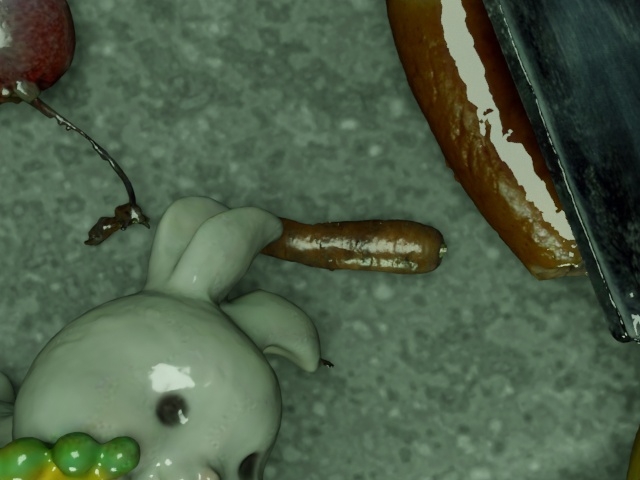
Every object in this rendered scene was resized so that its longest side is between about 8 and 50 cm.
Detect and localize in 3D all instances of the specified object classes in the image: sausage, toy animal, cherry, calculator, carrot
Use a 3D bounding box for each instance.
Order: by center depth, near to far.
[{"bbox_3d":[-0.131,0.126,1.071,0.310,0.247,0.183,-40,108,18],"label":"toy animal"},{"bbox_3d":[0.192,-0.076,1.103,0.161,0.021,0.261,-19,89,-37],"label":"calculator"},{"bbox_3d":[0.107,-0.108,1.125,0.103,0.076,0.302,-23,90,6],"label":"sausage"},{"bbox_3d":[-0.195,-0.093,1.142,0.107,0.090,0.225,-24,98,-8],"label":"cherry"},{"bbox_3d":[0.000,0.002,1.154,0.165,0.035,0.035,3,91,6],"label":"carrot"}]

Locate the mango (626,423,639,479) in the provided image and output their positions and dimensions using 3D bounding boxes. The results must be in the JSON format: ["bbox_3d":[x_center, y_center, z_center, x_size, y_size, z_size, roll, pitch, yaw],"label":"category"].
[{"bbox_3d":[0.313,0.098,1.055,0.253,0.182,0.365,11,87,-20],"label":"mango"}]
